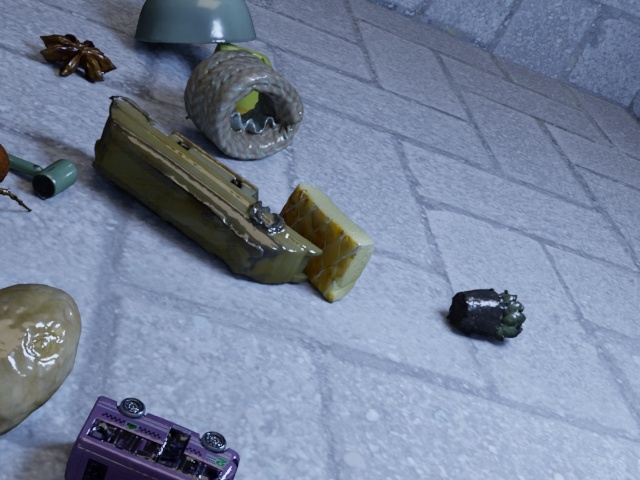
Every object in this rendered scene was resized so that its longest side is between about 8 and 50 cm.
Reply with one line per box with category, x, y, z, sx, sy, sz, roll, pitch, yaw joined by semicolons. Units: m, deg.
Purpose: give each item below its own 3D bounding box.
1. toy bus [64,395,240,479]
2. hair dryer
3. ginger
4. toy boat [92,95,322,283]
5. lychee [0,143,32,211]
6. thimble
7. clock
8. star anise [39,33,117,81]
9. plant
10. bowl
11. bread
toy bus;-0.187;0.253;1.012;0.178;0.087;0.098;22;29;-2
hair dryer;-0.474;-0.119;1.463;0.150;0.047;0.071;23;27;7
ginger;-0.358;0.130;1.025;0.138;0.152;0.267;54;20;-10
toy boat;-0.199;-0.073;1.544;0.445;0.136;0.162;36;32;8
lychee;-0.504;-0.107;1.342;0.140;0.101;0.114;25;17;11
thimble;-0.155;-0.279;1.851;0.229;0.196;0.148;-4;39;-44
clock;-0.178;-0.368;2.101;0.143;0.096;0.202;15;30;-27
star anise;-0.503;-0.381;1.877;0.167;0.057;0.168;20;27;-11
plant;0.308;0.133;1.664;0.143;0.092;0.094;8;10;-20
bowl;-0.294;-0.546;2.137;0.289;0.146;0.289;1;17;0
bread;0.001;0.001;1.575;0.068;0.126;0.188;-3;40;-46
